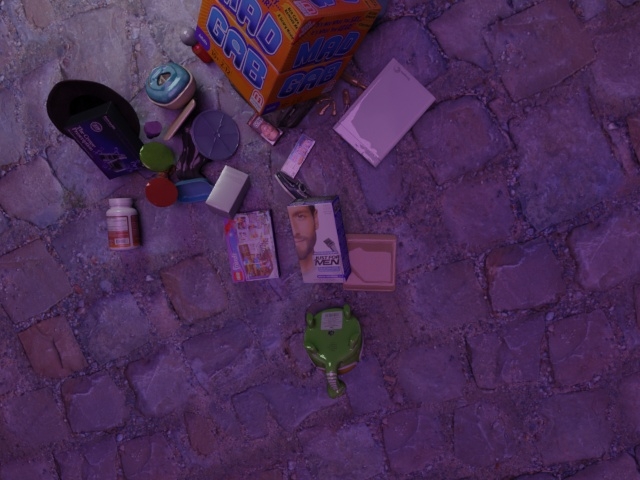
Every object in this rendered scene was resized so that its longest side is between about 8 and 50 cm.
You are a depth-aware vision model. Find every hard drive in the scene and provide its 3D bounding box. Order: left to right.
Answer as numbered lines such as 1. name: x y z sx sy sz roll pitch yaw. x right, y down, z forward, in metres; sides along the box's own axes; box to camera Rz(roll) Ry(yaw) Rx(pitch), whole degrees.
1. hard drive: 0.248 -0.497 1.596 0.233 0.047 0.353 41 95 -8

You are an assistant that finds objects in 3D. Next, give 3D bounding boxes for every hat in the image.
1. hat: -0.894 -0.520 1.633 0.332 0.133 0.331 -5 137 -5

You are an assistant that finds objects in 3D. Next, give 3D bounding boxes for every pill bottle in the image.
1. pill bottle: -0.835 -0.070 1.713 0.121 0.121 0.215 -1 96 5

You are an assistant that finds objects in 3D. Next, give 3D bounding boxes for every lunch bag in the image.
1. lunch bag: -0.189 -0.578 1.523 0.305 0.256 0.212 42 107 -1

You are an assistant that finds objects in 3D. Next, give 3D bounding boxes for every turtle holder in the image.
1. turtle holder: 0.074 0.435 1.618 0.244 0.320 0.227 -27 132 -12

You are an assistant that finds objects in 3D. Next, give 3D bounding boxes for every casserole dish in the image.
1. casserole dish: -0.529 -0.211 1.689 0.189 0.114 0.036 -9 53 7

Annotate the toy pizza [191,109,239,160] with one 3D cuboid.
1. toy pizza: -0.425 -0.425 1.639 0.201 0.032 0.201 -4 96 -35

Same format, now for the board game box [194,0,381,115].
1. board game box: -0.113 -0.682 1.269 0.356 0.357 0.356 51 142 6

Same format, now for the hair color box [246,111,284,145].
1. hair color box: -0.225 -0.459 1.657 0.141 0.043 0.072 39 97 -2

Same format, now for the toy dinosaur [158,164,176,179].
1. toy dinosaur: -0.652 -0.302 1.700 0.113 0.064 0.211 3 97 5

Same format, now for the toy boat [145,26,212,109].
1. toy boat: -0.564 -0.668 1.581 0.268 0.148 0.318 32 83 36

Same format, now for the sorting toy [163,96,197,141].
1. sorting toy: -0.550 -0.482 1.612 0.038 0.208 0.193 36 99 -27

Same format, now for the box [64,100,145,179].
1. box: -0.836 -0.391 1.614 0.185 0.103 0.261 -20 136 5

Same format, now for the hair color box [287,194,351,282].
1. hair color box: 0.000 0.000 1.603 0.185 0.110 0.338 -3 111 21

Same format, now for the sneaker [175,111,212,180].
1. sneaker: -0.506 -0.379 1.671 0.130 0.109 0.286 12 105 -7

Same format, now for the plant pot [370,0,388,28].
1. plant pot: 0.119 -0.911 1.487 0.253 0.247 0.247 14 98 -12

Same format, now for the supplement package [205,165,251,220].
1. supplement package: -0.370 -0.190 1.640 0.105 0.105 0.179 23 74 2

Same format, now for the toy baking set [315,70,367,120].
1. toy baking set: 0.091 -0.569 1.630 0.256 0.030 0.196 26 101 1

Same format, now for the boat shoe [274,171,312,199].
1. boat shoe: -0.080 -0.192 1.652 0.079 0.095 0.254 -44 93 10

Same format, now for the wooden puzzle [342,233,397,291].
1. wooden puzzle: 0.204 0.091 1.695 0.221 0.044 0.238 1 92 5

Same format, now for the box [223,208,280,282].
1. box: -0.288 0.023 1.713 0.201 0.057 0.293 -6 96 5

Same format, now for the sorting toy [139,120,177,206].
1. sorting toy: -0.672 -0.296 1.651 0.127 0.126 0.365 -5 80 -32

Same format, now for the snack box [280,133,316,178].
1. snack box: -0.091 -0.347 1.671 0.064 0.022 0.178 32 98 1
